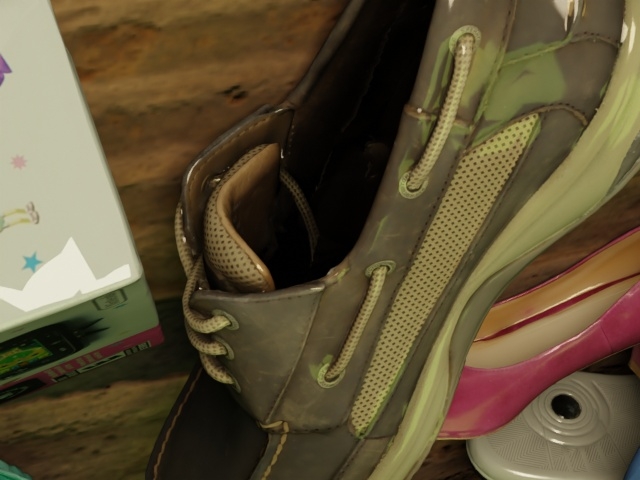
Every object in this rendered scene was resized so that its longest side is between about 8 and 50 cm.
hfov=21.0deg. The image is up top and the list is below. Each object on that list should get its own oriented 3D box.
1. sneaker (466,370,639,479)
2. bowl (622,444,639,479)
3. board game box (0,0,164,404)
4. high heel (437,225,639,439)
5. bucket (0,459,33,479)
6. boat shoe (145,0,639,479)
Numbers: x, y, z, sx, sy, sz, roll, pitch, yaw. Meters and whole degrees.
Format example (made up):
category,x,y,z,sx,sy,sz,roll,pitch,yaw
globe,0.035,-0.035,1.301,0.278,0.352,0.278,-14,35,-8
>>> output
category,x,y,z,sx,sy,sz,roll,pitch,yaw
sneaker,0.176,0.134,1.034,0.217,0.079,0.121,-11,144,-23
bowl,0.316,0.075,0.955,0.391,0.077,0.391,-31,149,-22
board game box,-0.208,0.035,0.549,0.303,0.097,0.224,-19,173,-6
high heel,0.109,0.030,0.867,0.244,0.082,0.117,-2,117,-12
bucket,-0.219,0.239,0.832,0.281,0.183,0.281,-18,148,-12
boat shoe,0.000,0.000,0.706,0.130,0.132,0.355,13,124,-31
